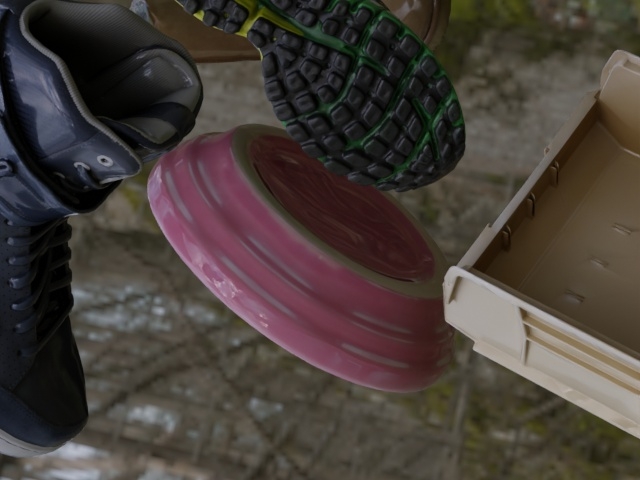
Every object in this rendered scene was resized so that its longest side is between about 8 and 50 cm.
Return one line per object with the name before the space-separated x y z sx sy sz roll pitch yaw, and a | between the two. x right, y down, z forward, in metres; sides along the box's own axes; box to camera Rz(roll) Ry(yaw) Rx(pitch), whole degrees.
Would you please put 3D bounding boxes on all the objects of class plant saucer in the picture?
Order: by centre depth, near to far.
plant saucer | 0.000 0.000 1.520 0.084 0.332 0.332 -54 -2 21

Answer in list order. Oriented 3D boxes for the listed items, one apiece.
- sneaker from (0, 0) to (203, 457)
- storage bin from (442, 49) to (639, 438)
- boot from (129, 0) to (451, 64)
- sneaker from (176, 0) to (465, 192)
sneaker | -0.112 -0.003 0.702 0.086 0.163 0.226 -66 -41 -51
storage bin | 0.272 0.007 1.334 0.262 0.260 0.123 -51 -25 -24
boot | -0.033 -0.208 1.543 0.236 0.270 0.089 145 121 -71
sneaker | -0.001 -0.187 1.345 0.134 0.343 0.146 -38 9 24
